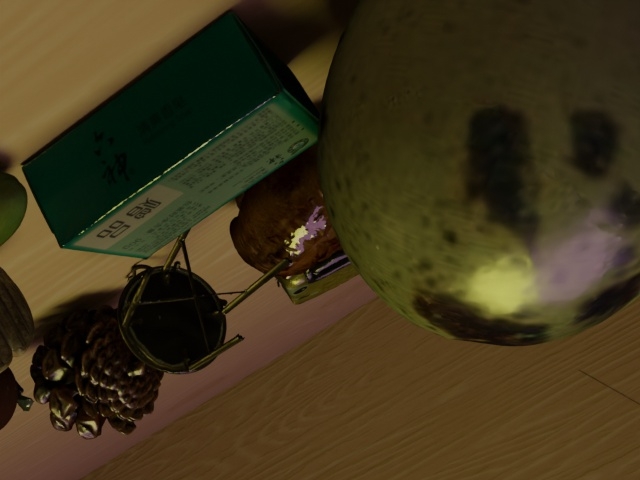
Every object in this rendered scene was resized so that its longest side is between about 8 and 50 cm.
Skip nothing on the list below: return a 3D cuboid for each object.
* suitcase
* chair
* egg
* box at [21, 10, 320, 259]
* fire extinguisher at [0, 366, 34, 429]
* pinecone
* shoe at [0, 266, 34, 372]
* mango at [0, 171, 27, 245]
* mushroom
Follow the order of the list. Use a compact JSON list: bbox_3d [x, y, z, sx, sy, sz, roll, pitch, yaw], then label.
[{"bbox_3d":[0.000,0.000,1.166,0.193,0.143,0.235,-28,168,-6],"label":"suitcase"},{"bbox_3d":[-0.180,0.091,0.910,0.325,0.159,0.170,-39,-164,49],"label":"chair"},{"bbox_3d":[0.171,-0.113,0.631,0.345,0.345,0.428,-17,121,-44],"label":"egg"},{"bbox_3d":[-0.130,-0.086,0.673,0.244,0.092,0.153,-33,166,10],"label":"box"},{"bbox_3d":[-0.500,0.202,0.901,0.114,0.135,0.337,-65,158,4],"label":"fire extinguisher"},{"bbox_3d":[-0.344,0.199,1.069,0.207,0.208,0.208,-28,167,-7],"label":"pinecone"},{"bbox_3d":[-0.451,0.140,0.640,0.198,0.172,0.351,-39,164,36],"label":"shoe"},{"bbox_3d":[-0.323,-0.009,0.559,0.194,0.092,0.130,-30,169,-45],"label":"mango"},{"bbox_3d":[-0.013,-0.055,0.937,0.253,0.153,0.253,-38,172,-6],"label":"mushroom"}]
